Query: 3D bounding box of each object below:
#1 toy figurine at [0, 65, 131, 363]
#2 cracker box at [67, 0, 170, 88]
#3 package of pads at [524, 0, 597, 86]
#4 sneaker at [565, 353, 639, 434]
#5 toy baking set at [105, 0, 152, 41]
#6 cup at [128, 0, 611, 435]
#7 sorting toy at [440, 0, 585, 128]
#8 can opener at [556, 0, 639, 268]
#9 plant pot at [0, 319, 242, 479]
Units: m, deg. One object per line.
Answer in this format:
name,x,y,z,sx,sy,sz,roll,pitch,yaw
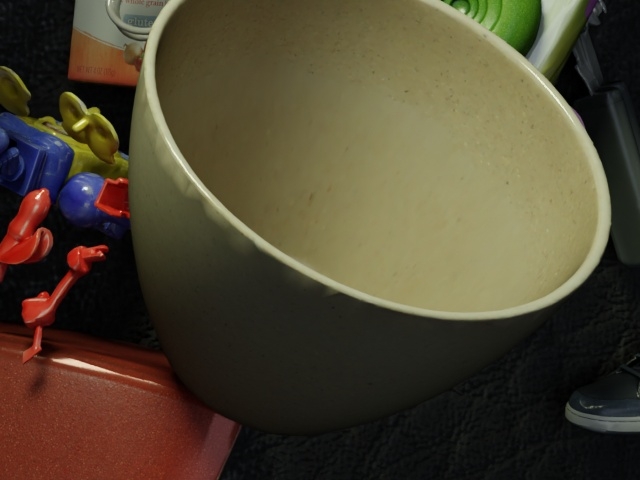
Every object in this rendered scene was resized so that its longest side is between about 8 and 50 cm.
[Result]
toy figurine,-0.249,-0.044,1.433,0.362,0.217,0.191,24,95,29
cracker box,-0.111,-0.235,1.445,0.156,0.067,0.232,7,92,23
package of pads,0.117,-0.222,1.484,0.229,0.101,0.296,29,90,9
sneaker,0.313,0.077,1.588,0.226,0.086,0.163,-11,108,-22
toy baking set,-0.055,-0.160,1.376,0.197,0.030,0.256,-26,105,-19
cup,0.000,0.000,1.255,0.331,0.331,0.237,17,133,-14
sorting toy,0.091,-0.208,1.372,0.127,0.126,0.365,-31,81,4
can opener,0.235,-0.109,1.582,0.093,0.074,0.280,-19,98,23
plant pot,-0.217,0.191,1.405,0.236,0.267,0.267,23,89,-3
